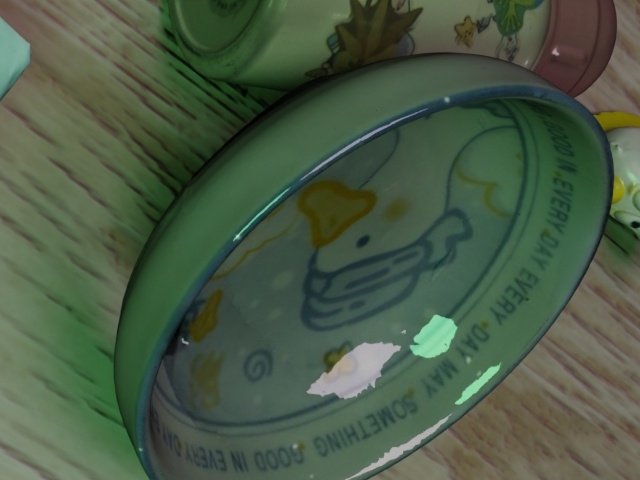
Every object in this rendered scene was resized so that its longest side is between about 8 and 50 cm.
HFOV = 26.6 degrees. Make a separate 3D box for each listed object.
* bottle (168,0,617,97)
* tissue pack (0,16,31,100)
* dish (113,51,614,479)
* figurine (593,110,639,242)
[{"bbox_3d":[0.053,-0.129,0.725,0.253,0.120,0.120,3,90,-36],"label":"bottle"},{"bbox_3d":[-0.260,-0.033,0.523,0.177,0.089,0.263,45,65,-29],"label":"tissue pack"},{"bbox_3d":[0.000,0.000,0.683,0.273,0.134,0.273,-26,144,-21],"label":"dish"},{"bbox_3d":[0.234,-0.039,0.887,0.178,0.109,0.129,-24,79,-32],"label":"figurine"}]
